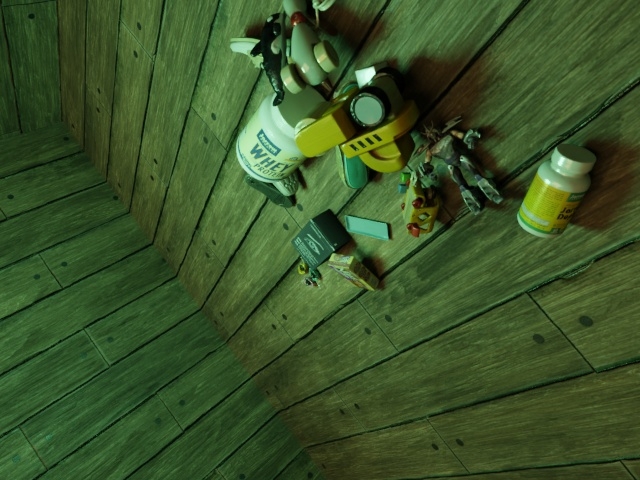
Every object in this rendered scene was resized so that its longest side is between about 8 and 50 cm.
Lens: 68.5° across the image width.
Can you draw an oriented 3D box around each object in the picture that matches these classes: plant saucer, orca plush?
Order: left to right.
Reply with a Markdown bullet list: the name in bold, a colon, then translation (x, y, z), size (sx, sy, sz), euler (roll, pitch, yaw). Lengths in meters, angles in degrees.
- **orca plush**: translation (-0.157, -0.549, 1.420), size (0.102, 0.151, 0.287), euler (-3, 91, 7)
- **plant saucer**: translation (0.168, -0.049, 1.694), size (0.192, 0.018, 0.067), euler (16, 127, 43)

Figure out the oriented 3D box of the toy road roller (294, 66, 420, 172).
- **toy road roller**: translation (0.117, -0.295, 1.303), size (0.330, 0.202, 0.240), euler (-16, 117, 36)

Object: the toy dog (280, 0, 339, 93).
- **toy dog**: translation (-0.021, -0.573, 1.392), size (0.220, 0.161, 0.333), euler (0, 75, 31)

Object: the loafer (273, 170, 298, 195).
- **loafer**: translation (-0.189, -0.310, 1.838), size (0.319, 0.112, 0.111), euler (62, 149, 6)

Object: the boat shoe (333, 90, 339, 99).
- **boat shoe**: translation (0.065, -0.430, 1.518), size (0.035, 0.035, 0.100), euler (24, 126, 40)

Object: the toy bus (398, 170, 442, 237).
- **toy bus**: translation (0.307, -0.111, 1.401), size (0.202, 0.104, 0.190), euler (-127, 34, -83)

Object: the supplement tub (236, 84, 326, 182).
- **supplement tub**: translation (-0.129, -0.365, 1.614), size (0.235, 0.235, 0.325), euler (57, 144, 0)

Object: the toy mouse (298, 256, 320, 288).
- **toy mouse**: translation (-0.040, 0.159, 2.070), size (0.143, 0.031, 0.161), euler (40, 140, 22)

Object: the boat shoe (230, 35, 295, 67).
- **boat shoe**: translation (-0.196, -0.635, 1.593), size (0.302, 0.113, 0.103), euler (21, 125, 37)

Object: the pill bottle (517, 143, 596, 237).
- **pill bottle**: translation (0.561, -0.118, 1.117), size (0.118, 0.118, 0.208), euler (34, 137, 28)

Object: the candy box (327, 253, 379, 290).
- **candy box**: translation (0.126, 0.119, 1.762), size (0.109, 0.053, 0.187), euler (8, 156, 45)

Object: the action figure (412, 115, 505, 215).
- **action figure**: translation (0.372, -0.207, 1.270), size (0.285, 0.099, 0.185), euler (50, 127, -3)

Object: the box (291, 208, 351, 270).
- **box**: translation (0.000, 0.000, 1.844), size (0.153, 0.108, 0.207), euler (53, 143, 5)

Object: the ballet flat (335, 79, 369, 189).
- **ballet flat**: translation (0.092, -0.336, 1.505), size (0.123, 0.123, 0.348), euler (19, 127, 40)

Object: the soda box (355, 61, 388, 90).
- **soda box**: translation (0.176, -0.403, 1.382), size (0.074, 0.069, 0.216), euler (5, 120, 47)

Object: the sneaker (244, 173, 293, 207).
- **sneaker**: translation (-0.190, -0.233, 1.920), size (0.228, 0.130, 0.087), euler (35, 142, -17)
